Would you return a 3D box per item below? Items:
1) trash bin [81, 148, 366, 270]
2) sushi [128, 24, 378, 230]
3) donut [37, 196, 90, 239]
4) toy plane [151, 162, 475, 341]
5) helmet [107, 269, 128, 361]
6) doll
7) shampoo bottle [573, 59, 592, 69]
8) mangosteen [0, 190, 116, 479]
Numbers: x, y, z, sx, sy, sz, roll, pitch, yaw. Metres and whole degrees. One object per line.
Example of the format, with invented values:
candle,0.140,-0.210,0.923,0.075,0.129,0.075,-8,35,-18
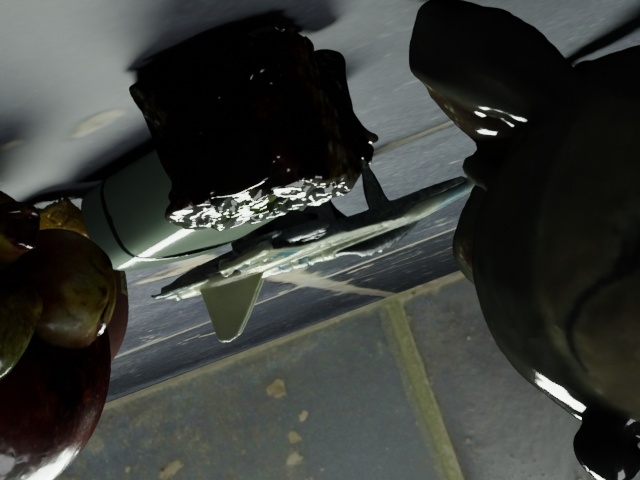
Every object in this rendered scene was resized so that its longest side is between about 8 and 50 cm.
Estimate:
trash bin,-0.056,-0.034,0.841,0.130,0.059,0.116,-27,172,39
sushi,-0.033,-0.051,0.679,0.094,0.084,0.098,-20,170,19
donut,-0.141,-0.015,0.875,0.038,0.067,0.083,-17,145,40
toy plane,-0.005,-0.010,1.120,0.262,0.088,0.192,-30,178,1
helmet,-0.196,0.059,0.990,0.155,0.106,0.175,-17,177,-19
doll,0.252,-0.029,0.741,0.378,0.382,0.252,-46,151,-31
shampoo bottle,0.259,-0.074,0.935,0.101,0.101,0.284,-14,-154,-38
mangosteen,-0.192,0.050,0.749,0.200,0.200,0.200,-20,173,-2
